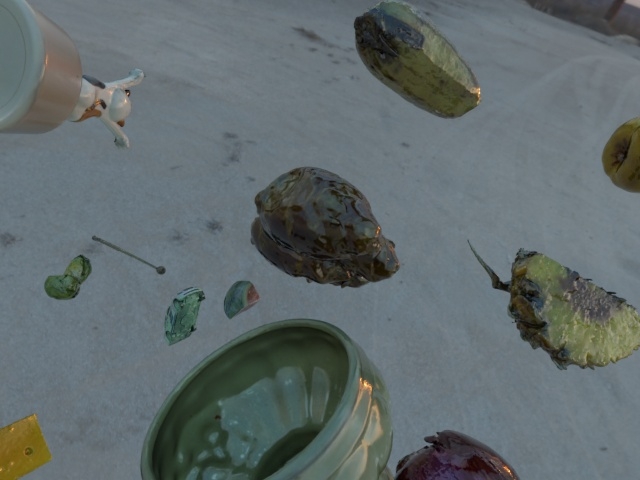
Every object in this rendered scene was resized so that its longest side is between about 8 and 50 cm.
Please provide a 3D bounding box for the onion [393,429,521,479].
[{"bbox_3d":[0.238,0.488,0.729,0.277,0.276,0.276,12,39,-10],"label":"onion"}]

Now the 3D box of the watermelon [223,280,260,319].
[{"bbox_3d":[-0.181,0.141,0.945,0.072,0.085,0.092,25,70,-17],"label":"watermelon"}]

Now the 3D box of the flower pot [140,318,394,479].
[{"bbox_3d":[-0.042,0.279,0.520,0.308,0.243,0.307,-21,20,8],"label":"flower pot"}]

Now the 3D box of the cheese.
[{"bbox_3d":[-0.587,0.392,0.711,0.093,0.171,0.126,65,19,7],"label":"cheese"}]

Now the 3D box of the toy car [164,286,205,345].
[{"bbox_3d":[-0.427,0.225,1.261,0.076,0.224,0.090,38,33,24],"label":"toy car"}]

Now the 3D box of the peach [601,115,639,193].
[{"bbox_3d":[0.722,-0.196,0.926,0.103,0.179,0.179,0,40,3],"label":"peach"}]

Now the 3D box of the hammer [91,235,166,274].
[{"bbox_3d":[-0.301,0.022,0.648,0.123,0.029,0.014,28,79,-5],"label":"hammer"}]

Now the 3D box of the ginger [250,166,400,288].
[{"bbox_3d":[0.000,-0.004,0.770,0.274,0.357,0.152,45,66,-2],"label":"ginger"}]

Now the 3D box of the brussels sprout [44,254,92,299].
[{"bbox_3d":[-0.385,0.060,0.637,0.046,0.050,0.083,23,27,-3],"label":"brussels sprout"}]

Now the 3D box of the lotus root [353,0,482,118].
[{"bbox_3d":[0.153,-0.276,0.645,0.259,0.110,0.097,26,40,-32],"label":"lotus root"}]

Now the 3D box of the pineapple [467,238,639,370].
[{"bbox_3d":[0.412,0.136,0.746,0.335,0.161,0.158,26,-2,-20],"label":"pineapple"}]

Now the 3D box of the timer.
[{"bbox_3d":[-0.376,-0.226,0.621,0.175,0.175,0.266,30,9,11],"label":"timer"}]
